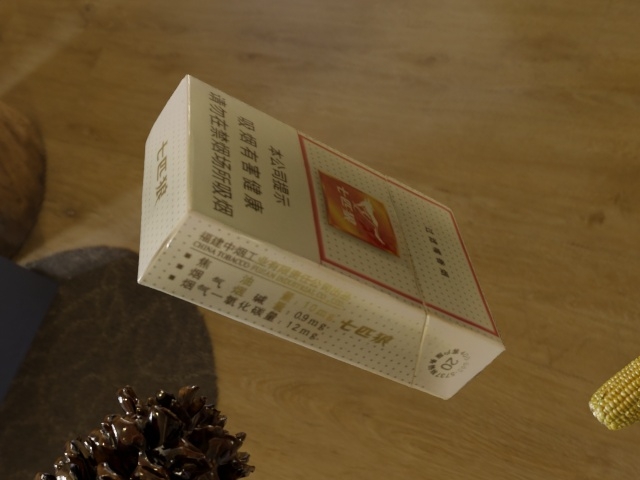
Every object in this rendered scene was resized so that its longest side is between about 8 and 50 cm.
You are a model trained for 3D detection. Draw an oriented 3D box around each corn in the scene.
[{"bbox_3d":[0.538,0.209,1.366,0.248,0.081,0.081,-41,57,12],"label":"corn"}]

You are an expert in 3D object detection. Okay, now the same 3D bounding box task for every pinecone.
[{"bbox_3d":[-0.179,0.277,0.856,0.224,0.224,0.272,31,74,33],"label":"pinecone"}]

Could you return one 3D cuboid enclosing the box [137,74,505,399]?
[{"bbox_3d":[0.000,0.000,0.808,0.095,0.330,0.210,-49,31,28],"label":"box"}]
